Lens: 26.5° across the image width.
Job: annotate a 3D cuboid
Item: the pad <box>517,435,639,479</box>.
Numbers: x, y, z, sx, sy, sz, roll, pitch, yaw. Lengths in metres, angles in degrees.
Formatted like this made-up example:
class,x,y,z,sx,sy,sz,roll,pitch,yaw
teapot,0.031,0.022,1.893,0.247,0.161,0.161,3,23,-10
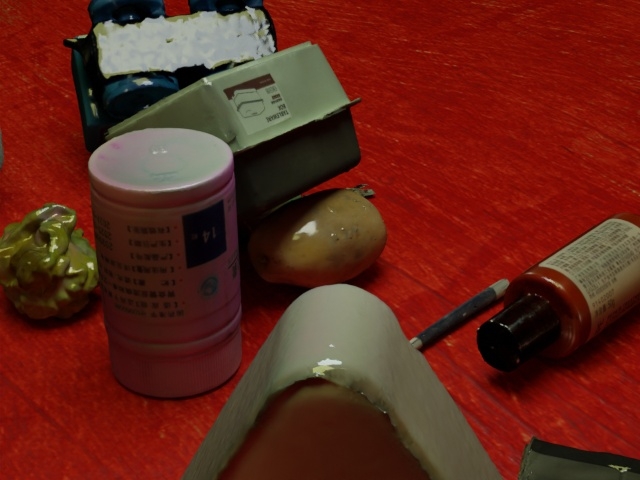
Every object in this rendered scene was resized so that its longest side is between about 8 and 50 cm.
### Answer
class,x,y,z,sx,sy,sz,roll,pitch,yaw
pad,0.295,0.256,1.264,0.233,0.022,0.174,8,30,12

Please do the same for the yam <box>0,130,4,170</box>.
class,x,y,z,sx,sy,sz,roll,pitch,yaw
yam,-0.582,-0.159,1.837,0.241,0.241,0.348,-15,31,-24

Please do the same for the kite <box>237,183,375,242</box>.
class,x,y,z,sx,sy,sz,roll,pitch,yaw
kite,-0.049,-0.038,1.799,0.267,0.013,0.323,-16,31,-24

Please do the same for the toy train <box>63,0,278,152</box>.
class,x,y,z,sx,sy,sz,roll,pitch,yaw
toy train,-0.205,-0.236,1.907,0.300,0.265,0.188,-9,74,-14

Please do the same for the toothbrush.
class,x,y,z,sx,sy,sz,roll,pitch,yaw
toothbrush,0.122,0.106,1.531,0.026,0.024,0.288,9,29,45

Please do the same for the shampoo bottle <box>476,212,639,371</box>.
class,x,y,z,sx,sy,sz,roll,pitch,yaw
shampoo bottle,0.278,0.063,1.517,0.104,0.104,0.278,24,38,37

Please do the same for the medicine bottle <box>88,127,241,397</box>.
class,x,y,z,sx,sy,sz,roll,pitch,yaw
medicine bottle,-0.161,0.025,1.445,0.152,0.254,0.152,-1,30,1

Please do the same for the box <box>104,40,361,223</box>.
class,x,y,z,sx,sy,sz,roll,pitch,yaw
box,-0.095,-0.114,1.613,0.220,0.166,0.290,-21,5,36

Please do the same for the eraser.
class,x,y,z,sx,sy,sz,roll,pitch,yaw
eraser,0.015,0.195,1.088,0.331,0.331,0.150,2,29,5

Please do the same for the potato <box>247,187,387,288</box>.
class,x,y,z,sx,sy,sz,roll,pitch,yaw
potato,0.000,0.000,1.632,0.178,0.109,0.118,-22,25,-27

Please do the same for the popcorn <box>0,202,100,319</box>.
class,x,y,z,sx,sy,sz,roll,pitch,yaw
popcorn,-0.324,0.025,1.598,0.125,0.126,0.145,-25,46,8
